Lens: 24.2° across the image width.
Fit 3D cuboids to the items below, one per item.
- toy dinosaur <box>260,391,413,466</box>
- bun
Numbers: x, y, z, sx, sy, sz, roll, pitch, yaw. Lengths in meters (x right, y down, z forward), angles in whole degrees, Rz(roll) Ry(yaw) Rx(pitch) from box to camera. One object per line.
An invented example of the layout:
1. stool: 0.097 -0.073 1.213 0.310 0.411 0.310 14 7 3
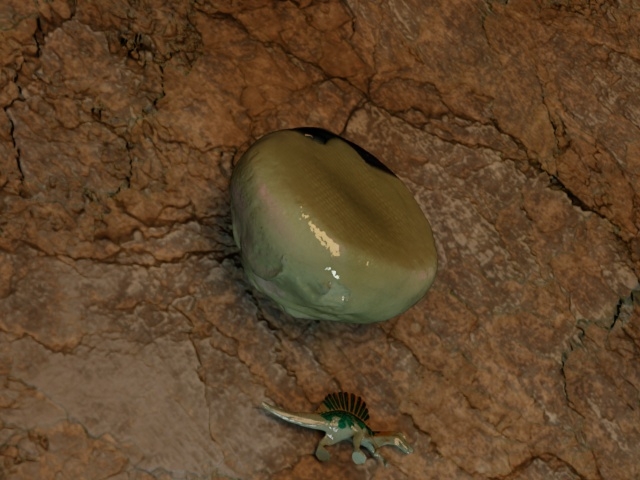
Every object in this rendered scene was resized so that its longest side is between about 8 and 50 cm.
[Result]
1. toy dinosaur: 0.025 0.218 1.796 0.187 0.044 0.106 30 39 4
2. bun: 0.000 0.000 1.824 0.283 0.179 0.283 29 34 -22
